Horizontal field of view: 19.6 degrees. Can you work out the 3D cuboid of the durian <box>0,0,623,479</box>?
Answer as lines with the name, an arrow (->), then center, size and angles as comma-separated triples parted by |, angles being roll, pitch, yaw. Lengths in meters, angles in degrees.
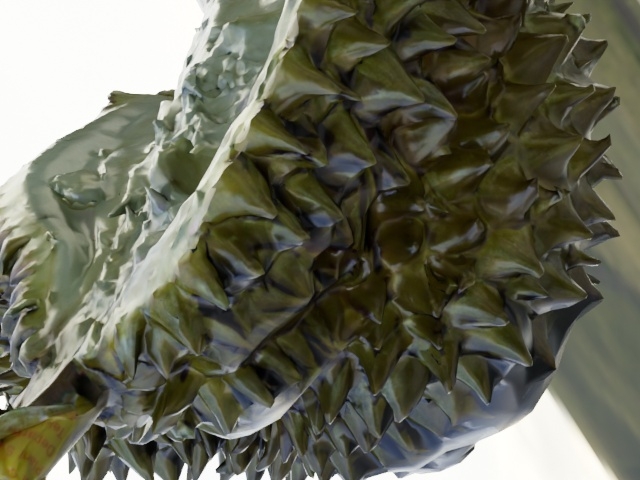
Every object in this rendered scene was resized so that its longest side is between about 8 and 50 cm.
durian -> 0.000, 0.000, 0.462 | 0.138, 0.193, 0.237 | 41, -135, -11
